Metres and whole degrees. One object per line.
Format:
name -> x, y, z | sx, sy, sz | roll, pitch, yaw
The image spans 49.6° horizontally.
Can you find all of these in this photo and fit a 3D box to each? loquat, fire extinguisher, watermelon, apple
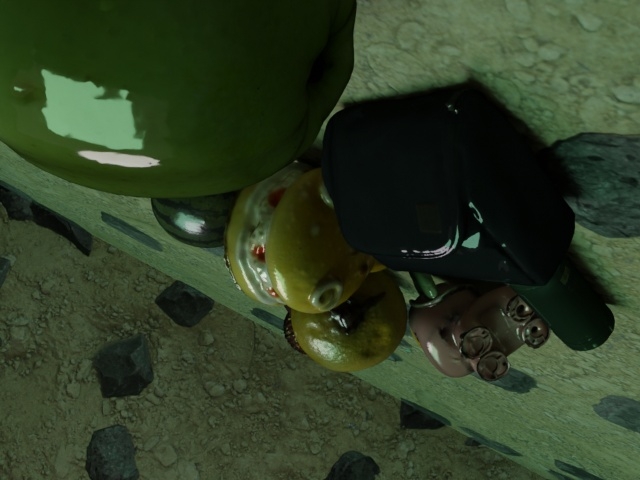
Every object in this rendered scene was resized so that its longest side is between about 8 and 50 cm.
loquat -> 0.055, 0.144, 1.365 | 0.244, 0.243, 0.244 | 26, 164, 8
fire extinguisher -> 0.352, 0.072, 1.074 | 0.095, 0.114, 0.311 | 3, 150, 47
watermelon -> -0.223, -0.088, 1.342 | 0.212, 0.212, 0.212 | 26, 164, 8
apple -> -0.144, -0.203, 0.624 | 0.357, 0.357, 0.357 | 26, 164, 8

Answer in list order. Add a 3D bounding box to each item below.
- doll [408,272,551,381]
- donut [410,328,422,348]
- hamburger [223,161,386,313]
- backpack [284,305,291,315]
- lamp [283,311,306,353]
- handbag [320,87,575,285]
doll -> 0.288, 0.156, 1.379 | 0.284, 0.216, 0.268 | 54, 179, -25
donut -> 0.275, 0.219, 1.567 | 0.162, 0.065, 0.178 | 19, -150, -26
hamburger -> 0.000, 0.000, 1.200 | 0.186, 0.260, 0.303 | 10, 175, 37
backpack -> 0.010, 0.105, 1.608 | 0.283, 0.197, 0.317 | 10, 140, 45
lamp -> 0.004, 0.213, 1.909 | 0.247, 0.247, 0.247 | 26, 164, 8
handbag -> 0.137, -0.053, 0.912 | 0.275, 0.177, 0.302 | 38, 161, -33
